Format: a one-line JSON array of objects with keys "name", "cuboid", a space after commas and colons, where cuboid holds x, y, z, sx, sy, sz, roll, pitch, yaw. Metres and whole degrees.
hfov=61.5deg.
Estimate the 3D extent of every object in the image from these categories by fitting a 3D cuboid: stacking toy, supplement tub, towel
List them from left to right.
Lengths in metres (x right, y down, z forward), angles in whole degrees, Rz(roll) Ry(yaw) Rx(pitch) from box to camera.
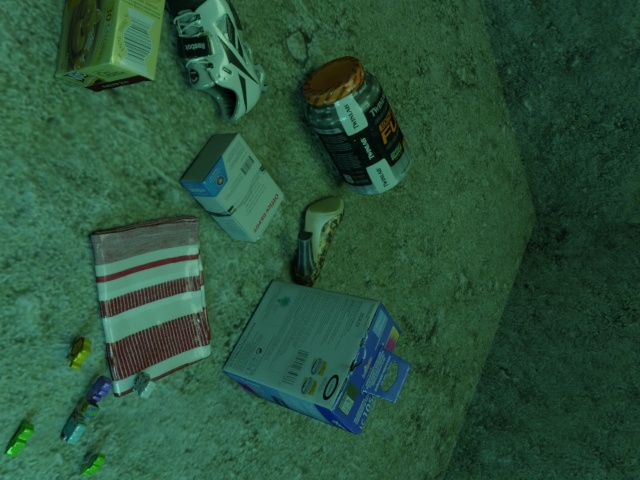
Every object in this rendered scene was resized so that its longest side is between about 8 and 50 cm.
[{"name": "stacking toy", "cuboid": [-0.428, 0.307, 0.978, 0.167, 0.052, 0.221, 42, 74, -37]}, {"name": "towel", "cuboid": [-0.332, 0.124, 1.095, 0.237, 0.037, 0.330, -17, 108, -48]}, {"name": "supplement tub", "cuboid": [0.099, -0.302, 1.442, 0.338, 0.207, 0.207, 55, 54, -40]}]

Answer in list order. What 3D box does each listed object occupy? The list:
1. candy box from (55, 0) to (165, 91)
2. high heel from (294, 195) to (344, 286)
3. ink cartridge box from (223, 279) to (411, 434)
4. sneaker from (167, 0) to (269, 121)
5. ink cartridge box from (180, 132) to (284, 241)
[{"name": "candy box", "cuboid": [-0.341, -0.423, 0.895, 0.087, 0.182, 0.317, 10, 86, -52]}, {"name": "high heel", "cuboid": [0.000, 0.000, 1.481, 0.261, 0.093, 0.186, -53, 152, -46]}, {"name": "ink cartridge box", "cuboid": [0.005, 0.264, 1.246, 0.151, 0.395, 0.270, 52, 56, -41]}, {"name": "sneaker", "cuboid": [-0.227, -0.387, 1.090, 0.331, 0.122, 0.146, 54, 52, -39]}, {"name": "ink cartridge box", "cuboid": [-0.190, -0.115, 1.200, 0.203, 0.085, 0.148, 55, 53, -40]}]
